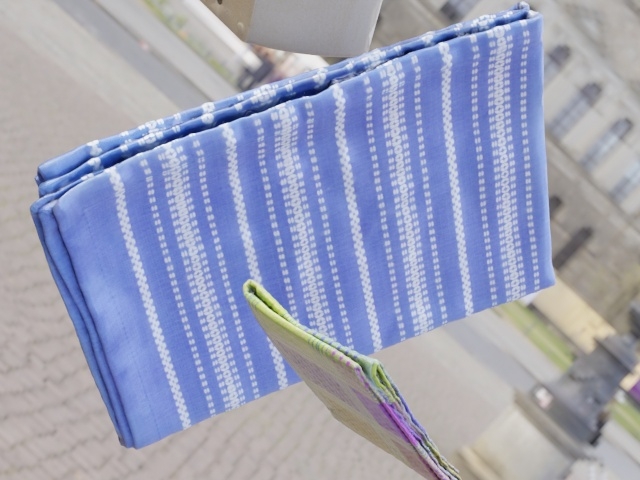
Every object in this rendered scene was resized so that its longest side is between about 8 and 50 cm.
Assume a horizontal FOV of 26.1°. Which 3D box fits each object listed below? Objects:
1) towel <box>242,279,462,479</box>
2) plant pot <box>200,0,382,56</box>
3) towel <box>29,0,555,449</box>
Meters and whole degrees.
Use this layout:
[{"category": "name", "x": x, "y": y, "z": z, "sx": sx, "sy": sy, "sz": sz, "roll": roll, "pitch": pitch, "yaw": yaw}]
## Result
[{"category": "towel", "x": 0.010, "y": 0.047, "z": 0.428, "sx": 0.060, "sy": 0.009, "sz": 0.083, "roll": 29, "pitch": -17, "yaw": 42}, {"category": "plant pot", "x": -0.025, "y": -0.187, "z": 0.920, "sx": 0.096, "sy": 0.109, "sz": 0.109, "roll": -17, "pitch": 50, "yaw": -34}, {"category": "towel", "x": 0.000, "y": 0.000, "z": 0.891, "sx": 0.040, "sy": 0.335, "sz": 0.243, "roll": -123, "pitch": -163, "yaw": -48}]
